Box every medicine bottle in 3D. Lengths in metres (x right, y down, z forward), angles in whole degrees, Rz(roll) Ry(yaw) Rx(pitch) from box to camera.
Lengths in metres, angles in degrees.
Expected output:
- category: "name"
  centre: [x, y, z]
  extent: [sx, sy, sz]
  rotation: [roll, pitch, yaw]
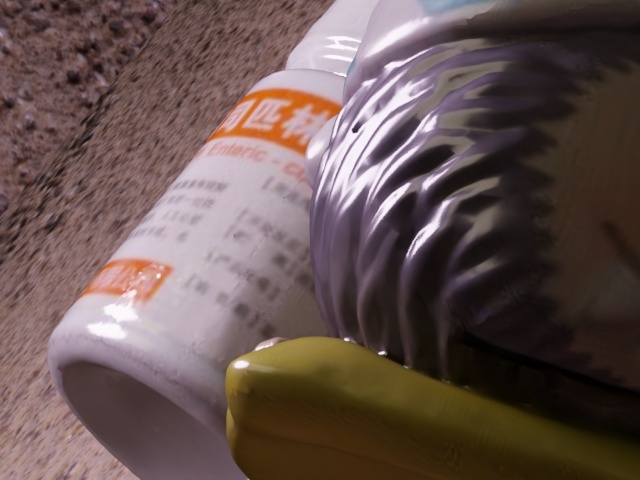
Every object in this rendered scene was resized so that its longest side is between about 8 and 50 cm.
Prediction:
- category: "medicine bottle"
  centre: [0.000, 0.000, 1.343]
  extent: [0.371, 0.211, 0.211]
  rotation: [-53, 19, -25]

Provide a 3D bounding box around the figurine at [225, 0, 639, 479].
- category: "figurine"
  centre: [0.120, -0.020, 0.909]
  extent: [0.378, 0.266, 0.361]
  rotation: [-68, 8, -18]
